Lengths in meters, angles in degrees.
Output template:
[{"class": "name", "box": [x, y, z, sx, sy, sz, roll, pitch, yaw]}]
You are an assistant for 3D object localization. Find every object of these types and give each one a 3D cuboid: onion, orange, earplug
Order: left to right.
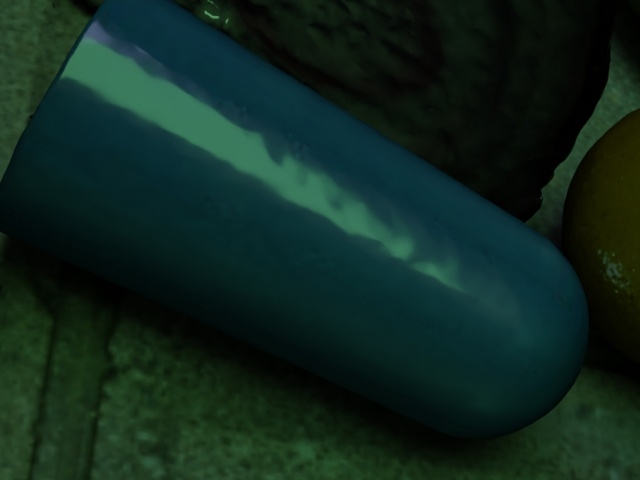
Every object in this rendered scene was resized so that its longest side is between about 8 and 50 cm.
[{"class": "earplug", "box": [0.000, 0.000, 0.682, 0.273, 0.132, 0.132, 28, 54, -4]}, {"class": "onion", "box": [0.037, -0.174, 0.728, 0.314, 0.280, 0.146, 40, 41, 8]}, {"class": "orange", "box": [0.201, -0.002, 0.748, 0.156, 0.124, 0.156, 9, 53, -12]}]

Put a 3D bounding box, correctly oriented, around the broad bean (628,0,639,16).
[{"class": "broad bean", "box": [0.245, -0.155, 0.890, 0.153, 0.072, 0.207, -8, 62, -22]}]
